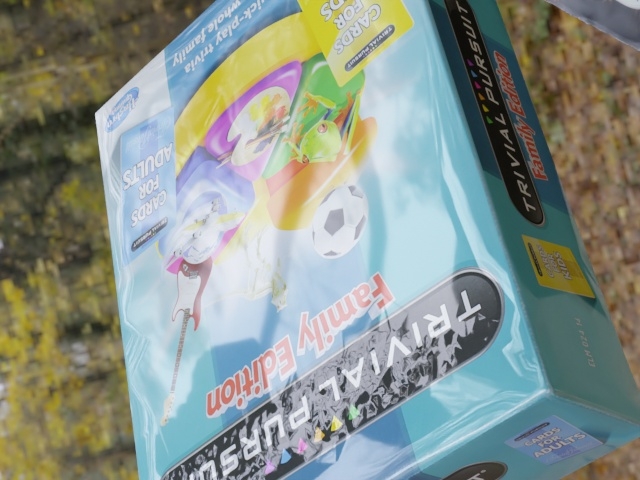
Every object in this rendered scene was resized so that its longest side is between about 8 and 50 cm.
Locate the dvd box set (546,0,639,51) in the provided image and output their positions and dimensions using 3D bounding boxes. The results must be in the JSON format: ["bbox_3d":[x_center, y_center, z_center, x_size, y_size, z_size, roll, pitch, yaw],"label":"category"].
[{"bbox_3d":[0.287,-0.284,0.791,0.308,0.062,0.420,35,135,25],"label":"dvd box set"}]

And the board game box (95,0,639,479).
[{"bbox_3d":[0.000,0.000,0.706,0.079,0.254,0.336,22,-138,-40],"label":"board game box"}]
